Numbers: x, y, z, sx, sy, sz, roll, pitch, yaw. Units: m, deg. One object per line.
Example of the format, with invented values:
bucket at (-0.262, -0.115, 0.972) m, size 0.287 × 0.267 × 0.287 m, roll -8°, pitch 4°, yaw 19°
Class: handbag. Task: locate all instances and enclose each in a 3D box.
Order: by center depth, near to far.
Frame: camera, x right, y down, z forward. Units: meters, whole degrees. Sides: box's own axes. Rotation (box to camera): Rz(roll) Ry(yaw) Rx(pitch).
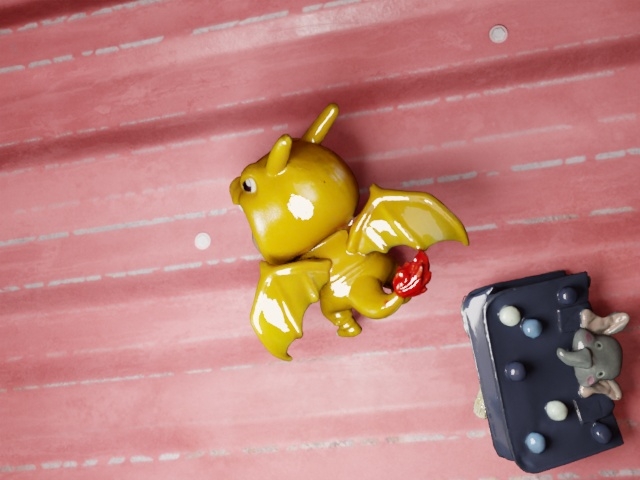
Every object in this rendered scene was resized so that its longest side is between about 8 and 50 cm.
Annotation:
handbag at (0.422, 0.224, 1.008) m, size 0.268 × 0.118 × 0.326 m, roll -12°, pitch 88°, yaw -12°

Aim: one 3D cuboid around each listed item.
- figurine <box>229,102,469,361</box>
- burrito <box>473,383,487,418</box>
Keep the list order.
figurine at (0.031, -0.021, 1.034) m, size 0.400 × 0.268 × 0.387 m, roll -32°, pitch 97°, yaw 17°
burrito at (0.341, 0.229, 1.080) m, size 0.058 × 0.063 × 0.230 m, roll 4°, pitch 78°, yaw 49°
